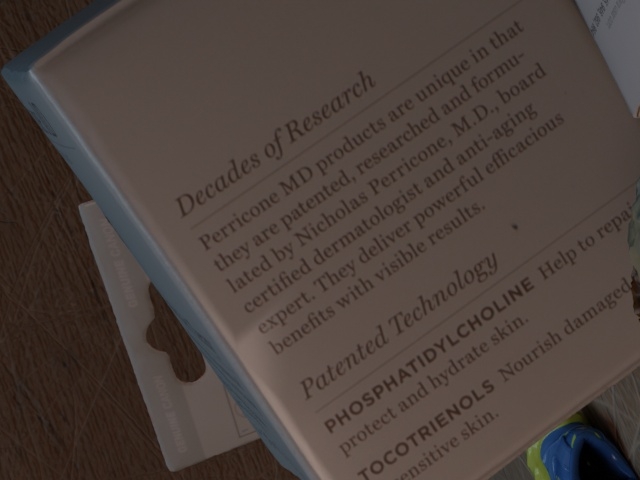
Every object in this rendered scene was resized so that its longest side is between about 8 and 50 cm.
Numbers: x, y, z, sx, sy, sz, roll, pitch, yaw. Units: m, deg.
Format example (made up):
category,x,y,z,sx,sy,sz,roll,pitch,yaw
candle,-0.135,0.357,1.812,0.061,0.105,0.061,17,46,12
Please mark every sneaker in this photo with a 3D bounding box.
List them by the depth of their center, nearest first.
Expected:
category,x,y,z,sx,sy,sz,roll,pitch,yaw
sneaker,0.254,0.273,1.740,0.126,0.091,0.240,165,84,-80

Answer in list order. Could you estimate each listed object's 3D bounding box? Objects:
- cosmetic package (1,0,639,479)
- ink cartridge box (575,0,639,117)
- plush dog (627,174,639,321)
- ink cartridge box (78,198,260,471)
category,x,y,z,sx,sy,sz,roll,pitch,yaw
cosmetic package,0.021,-0.053,1.364,0.393,0.327,0.329,56,173,-11
ink cartridge box,0.171,-0.216,0.802,0.115,0.198,0.273,104,143,-74
plush dog,0.222,0.039,0.814,0.225,0.210,0.262,52,145,13
ink cartridge box,0.000,0.000,1.645,0.091,0.385,0.308,-125,16,-52
